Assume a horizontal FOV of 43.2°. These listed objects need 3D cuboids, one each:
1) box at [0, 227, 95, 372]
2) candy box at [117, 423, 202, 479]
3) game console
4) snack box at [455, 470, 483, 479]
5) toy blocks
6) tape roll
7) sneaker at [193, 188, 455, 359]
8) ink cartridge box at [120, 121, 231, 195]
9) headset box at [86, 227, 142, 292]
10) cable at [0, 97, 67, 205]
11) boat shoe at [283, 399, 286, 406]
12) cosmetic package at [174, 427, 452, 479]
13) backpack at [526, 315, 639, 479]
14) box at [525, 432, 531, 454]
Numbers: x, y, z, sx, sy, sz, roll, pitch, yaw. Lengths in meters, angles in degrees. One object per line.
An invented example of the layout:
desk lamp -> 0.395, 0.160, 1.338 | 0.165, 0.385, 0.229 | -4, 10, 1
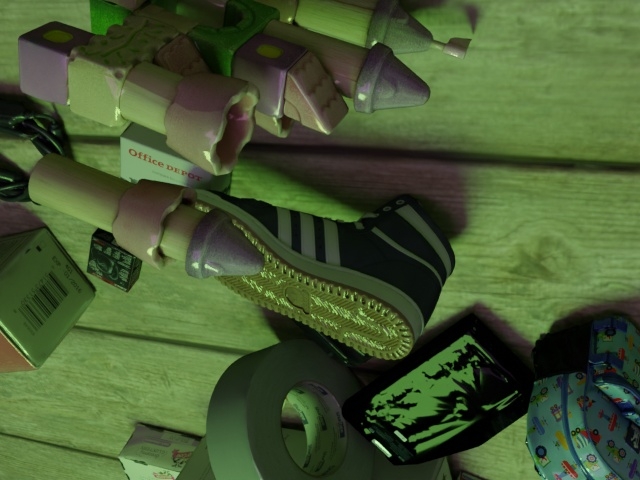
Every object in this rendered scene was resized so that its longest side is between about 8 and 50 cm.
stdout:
box -> -0.452, 0.090, 1.097 | 0.232, 0.148, 0.126 | -10, 125, 33
candy box -> -0.219, 0.399, 1.314 | 0.165, 0.070, 0.196 | 8, 132, 19
game console -> 0.064, 0.110, 0.933 | 0.361, 0.044, 0.213 | 45, 122, -8
snack box -> 0.200, 0.389, 1.140 | 0.064, 0.022, 0.178 | 21, 134, 8
toy blocks -> -0.039, -0.152, 0.599 | 0.260, 0.288, 0.309 | 22, 132, 12
tape roll -> -0.030, 0.232, 0.973 | 0.072, 0.219, 0.219 | -25, 115, 37
sneaker -> 0.000, 0.000, 0.822 | 0.282, 0.153, 0.099 | 27, 138, 19
ink cartridge box -> -0.160, -0.057, 0.890 | 0.109, 0.063, 0.150 | 21, 135, 8
headset box -> -0.262, 0.025, 1.032 | 0.062, 0.032, 0.083 | 26, 136, 3
cable -> -0.379, -0.107, 0.970 | 0.185, 0.047, 0.150 | 7, 136, 17
boat shoe -> -0.075, 0.222, 1.104 | 0.042, 0.049, 0.133 | 26, 140, -9
cosmetic package -> 0.000, 0.382, 1.125 | 0.366, 0.155, 0.197 | 2, 128, 30
backpack -> 0.285, 0.185, 0.814 | 0.158, 0.173, 0.117 | 45, 133, -15
box -> 0.331, 0.286, 0.984 | 0.116, 0.029, 0.162 | -10, 125, 31
